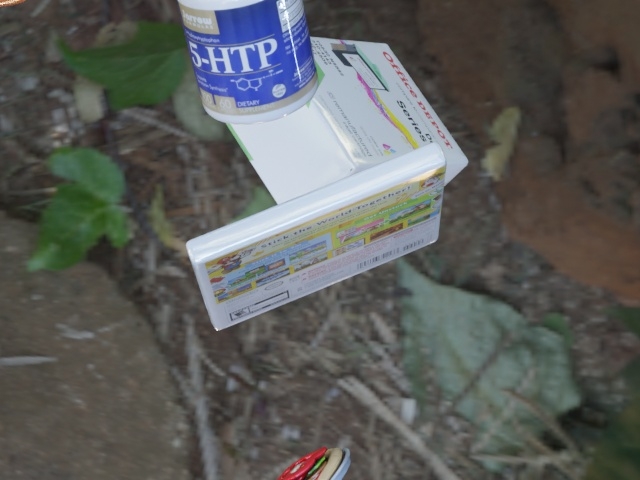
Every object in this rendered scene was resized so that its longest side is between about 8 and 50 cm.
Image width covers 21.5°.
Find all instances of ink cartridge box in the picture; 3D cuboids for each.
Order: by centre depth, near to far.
[{"bbox_3d":[0.026,-0.134,2.025,0.278,0.117,0.201,-6,59,-57],"label":"ink cartridge box"}]

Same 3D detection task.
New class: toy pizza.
[{"bbox_3d":[-0.054,0.250,1.515,0.201,0.201,0.032,-43,93,-22],"label":"toy pizza"}]

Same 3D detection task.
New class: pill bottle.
[{"bbox_3d":[-0.071,-0.209,1.514,0.112,0.112,0.187,-31,127,-25],"label":"pill bottle"}]

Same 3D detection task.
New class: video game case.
[{"bbox_3d":[0.000,0.000,1.471,0.227,0.206,0.026,-22,72,-5],"label":"video game case"}]

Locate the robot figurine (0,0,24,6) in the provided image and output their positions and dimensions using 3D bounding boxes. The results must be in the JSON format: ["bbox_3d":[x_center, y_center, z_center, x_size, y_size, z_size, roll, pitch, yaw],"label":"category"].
[{"bbox_3d":[-0.285,-0.222,1.202,0.219,0.158,0.128,-13,71,-16],"label":"robot figurine"}]
